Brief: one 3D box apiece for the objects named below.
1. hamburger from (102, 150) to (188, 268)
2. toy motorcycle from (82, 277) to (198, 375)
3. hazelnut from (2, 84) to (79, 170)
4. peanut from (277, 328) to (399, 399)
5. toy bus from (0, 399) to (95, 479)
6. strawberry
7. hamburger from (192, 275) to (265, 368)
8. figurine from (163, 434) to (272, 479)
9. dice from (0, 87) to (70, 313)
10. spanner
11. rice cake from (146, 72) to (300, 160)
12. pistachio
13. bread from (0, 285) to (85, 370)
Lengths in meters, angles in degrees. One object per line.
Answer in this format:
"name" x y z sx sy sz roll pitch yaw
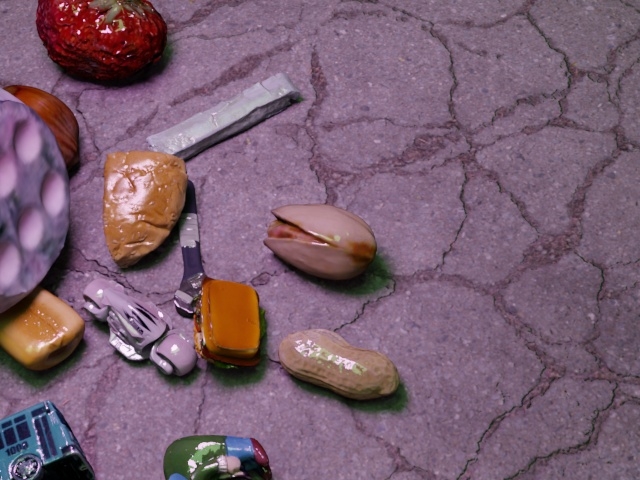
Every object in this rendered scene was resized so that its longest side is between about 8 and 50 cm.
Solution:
"hamburger" -0.334 -0.062 1.874 0.155 0.135 0.207 -3 58 14
"toy motorcycle" -0.320 0.144 1.759 0.254 0.112 0.112 33 64 21
"hazelnut" -0.583 -0.200 1.974 0.186 0.210 0.210 -18 53 20
"peanut" 0.032 0.211 1.709 0.214 0.090 0.098 21 30 14
"toy bus" -0.507 0.365 1.608 0.256 0.128 0.147 -23 57 -10
"strawberry" -0.468 -0.440 2.111 0.274 0.220 0.274 25 32 -16
"hamburger" -0.160 0.150 1.751 0.137 0.087 0.165 15 52 -24
"figurine" -0.167 0.423 1.565 0.185 0.127 0.234 2 46 -5
"dice" -0.652 -0.067 1.737 0.348 0.330 0.328 -2 42 22
"spanner" -0.241 0.006 1.902 0.087 0.024 0.315 -7 55 -4
"rice cake" -0.195 -0.245 2.045 0.336 0.063 0.066 -30 68 -18
"pistachio" 0.000 0.000 1.822 0.215 0.144 0.144 13 57 17
"bread" -0.505 0.154 1.774 0.173 0.085 0.134 35 59 25
